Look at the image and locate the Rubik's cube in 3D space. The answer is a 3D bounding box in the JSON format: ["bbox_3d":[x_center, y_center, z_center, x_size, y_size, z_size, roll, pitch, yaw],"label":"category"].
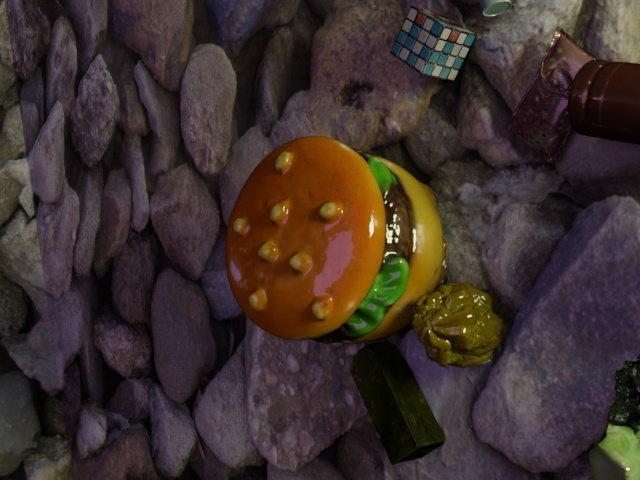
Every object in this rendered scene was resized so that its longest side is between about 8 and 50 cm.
[{"bbox_3d":[0.198,-0.346,1.491,0.092,0.092,0.092,45,121,38],"label":"Rubik's cube"}]

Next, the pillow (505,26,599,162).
[{"bbox_3d":[0.375,-0.227,1.336,0.118,0.043,0.185,45,124,31],"label":"pillow"}]

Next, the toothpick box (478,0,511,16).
[{"bbox_3d":[0.287,-0.427,1.424,0.052,0.052,0.083,-26,72,44],"label":"toothpick box"}]

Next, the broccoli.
[{"bbox_3d":[0.463,0.262,1.081,0.270,0.270,0.270,44,142,51],"label":"broccoli"}]

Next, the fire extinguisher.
[{"bbox_3d":[0.512,-0.181,1.137,0.337,0.114,0.136,21,78,46],"label":"fire extinguisher"}]

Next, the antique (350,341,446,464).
[{"bbox_3d":[0.137,0.294,1.565,0.081,0.080,0.221,-45,57,36],"label":"antique"}]

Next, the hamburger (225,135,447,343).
[{"bbox_3d":[0.000,0.000,1.545,0.395,0.277,0.396,-11,74,42],"label":"hamburger"}]

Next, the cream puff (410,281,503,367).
[{"bbox_3d":[0.225,0.148,1.428,0.121,0.156,0.156,-155,71,-64],"label":"cream puff"}]
